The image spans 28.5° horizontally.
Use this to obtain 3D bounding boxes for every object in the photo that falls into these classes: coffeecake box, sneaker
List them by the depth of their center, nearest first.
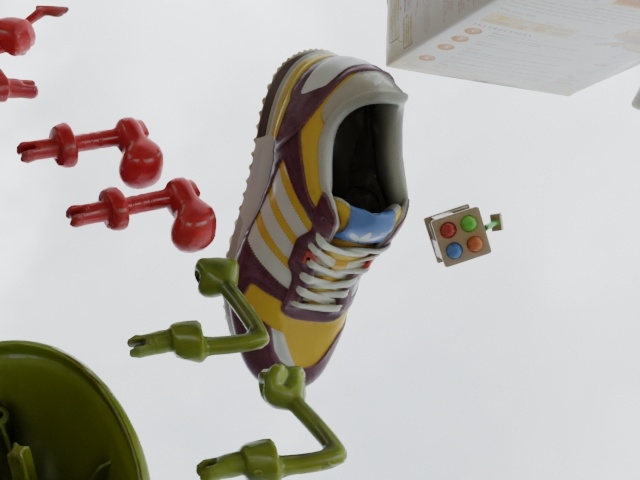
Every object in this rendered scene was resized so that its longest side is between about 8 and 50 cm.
[{"bbox_3d":[0.000,0.000,0.636,0.084,0.070,0.185,32,-59,55],"label":"sneaker"},{"bbox_3d":[0.143,-0.149,0.746,0.185,0.142,0.068,160,-67,-64],"label":"coffeecake box"}]

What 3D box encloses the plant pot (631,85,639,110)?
[{"bbox_3d":[0.469,-0.188,1.574,0.096,0.109,0.109,-79,-167,-75],"label":"plant pot"}]

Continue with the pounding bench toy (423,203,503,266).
[{"bbox_3d":[0.160,-0.010,1.339,0.065,0.083,0.052,-138,-150,-84],"label":"pounding bench toy"}]

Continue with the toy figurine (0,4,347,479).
[{"bbox_3d":[-0.164,0.067,0.636,0.362,0.191,0.217,52,-40,32],"label":"toy figurine"}]
